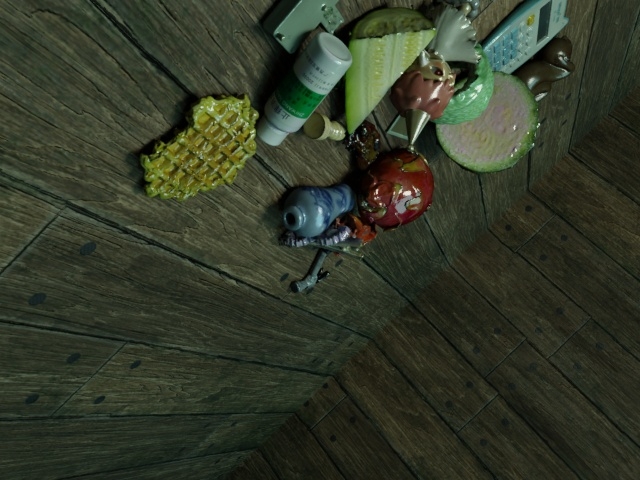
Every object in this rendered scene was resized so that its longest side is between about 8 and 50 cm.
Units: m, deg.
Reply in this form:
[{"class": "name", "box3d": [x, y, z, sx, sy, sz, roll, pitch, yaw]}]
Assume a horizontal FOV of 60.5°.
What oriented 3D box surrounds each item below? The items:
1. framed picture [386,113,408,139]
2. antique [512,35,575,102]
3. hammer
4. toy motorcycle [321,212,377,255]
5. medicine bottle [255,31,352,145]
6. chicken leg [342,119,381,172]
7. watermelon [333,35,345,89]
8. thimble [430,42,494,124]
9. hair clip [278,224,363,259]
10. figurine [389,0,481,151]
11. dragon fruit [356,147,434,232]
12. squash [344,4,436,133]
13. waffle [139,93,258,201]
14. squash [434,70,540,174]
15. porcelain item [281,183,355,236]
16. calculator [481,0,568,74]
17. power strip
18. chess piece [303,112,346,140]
[{"class": "framed picture", "box3d": [0.281, -0.370, 1.657, 0.183, 0.011, 0.142, -1, 132, -56]}, {"class": "antique", "box3d": [0.765, -0.591, 1.899, 0.257, 0.121, 0.143, -42, 147, 14]}, {"class": "hammer", "box3d": [0.019, 0.016, 1.850, 0.152, 0.044, 0.427, -21, 147, -40]}, {"class": "toy motorcycle", "box3d": [0.097, -0.018, 1.749, 0.171, 0.089, 0.298, -41, 167, 14]}, {"class": "medicine bottle", "box3d": [-0.043, -0.306, 1.144, 0.095, 0.095, 0.260, -14, 156, -46]}, {"class": "chicken leg", "box3d": [0.121, -0.268, 1.523, 0.105, 0.063, 0.234, -37, 157, 5]}, {"class": "watermelon", "box3d": [0.010, -0.372, 1.207, 0.094, 0.125, 0.135, -11, 172, 1]}, {"class": "thimble", "box3d": [0.338, -0.418, 1.442, 0.219, 0.219, 0.150, -48, 153, 10]}, {"class": "hair clip", "box3d": [0.000, 0.000, 1.579, 0.106, 0.292, 0.084, -47, 134, -47]}, {"class": "figurine", "box3d": [0.250, -0.398, 1.292, 0.386, 0.207, 0.166, -65, 157, -5]}, {"class": "dragon fruit", "box3d": [0.231, -0.155, 1.674, 0.250, 0.250, 0.315, -52, 176, 19]}, {"class": "squash", "box3d": [0.150, -0.398, 1.295, 0.203, 0.111, 0.288, -8, 147, 1]}, {"class": "waffle", "box3d": [-0.243, -0.188, 1.131, 0.291, 0.051, 0.291, -32, 153, -19]}, {"class": "squash", "box3d": [0.546, -0.374, 1.763, 0.310, 0.310, 0.309, -54, 168, 23]}, {"class": "porcelain item", "box3d": [-0.007, -0.092, 1.543, 0.259, 0.141, 0.141, -25, 151, -51]}, {"class": "calculator", "box3d": [0.612, -0.622, 1.696, 0.386, 0.054, 0.256, -42, 155, 1]}, {"class": "power strip", "box3d": [0.002, -0.453, 1.062, 0.215, 0.061, 0.145, -47, 159, 10]}, {"class": "chess piece", "box3d": [0.016, -0.275, 1.359, 0.066, 0.066, 0.122, -54, 156, 22]}]
